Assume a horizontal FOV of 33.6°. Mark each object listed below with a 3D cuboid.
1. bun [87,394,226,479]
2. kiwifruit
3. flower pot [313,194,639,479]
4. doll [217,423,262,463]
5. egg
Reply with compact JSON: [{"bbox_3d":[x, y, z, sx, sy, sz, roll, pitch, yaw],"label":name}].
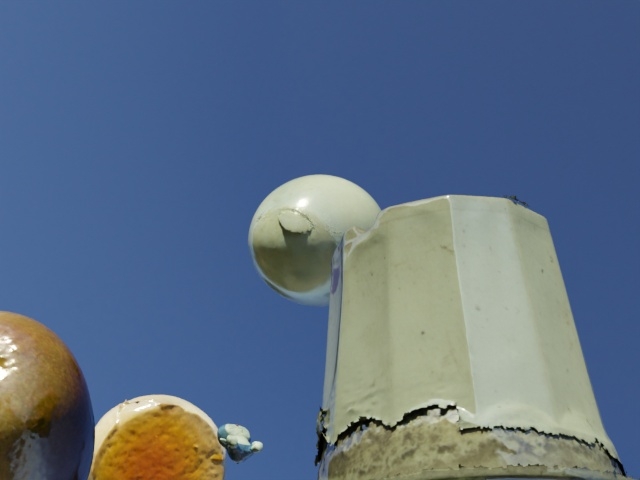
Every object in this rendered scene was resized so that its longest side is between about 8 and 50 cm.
[{"bbox_3d":[-0.344,0.459,2.165,0.299,0.299,0.165,69,-20,-3],"label":"bun"},{"bbox_3d":[-0.301,0.181,0.968,0.196,0.196,0.234,32,-36,26],"label":"kiwifruit"},{"bbox_3d":[0.104,0.120,0.836,0.290,0.290,0.259,-32,-129,41],"label":"flower pot"},{"bbox_3d":[-0.152,0.355,1.877,0.050,0.076,0.083,-61,-149,13],"label":"doll"},{"bbox_3d":[0.000,0.000,1.501,0.186,0.253,0.186,-1,-92,24],"label":"egg"}]
